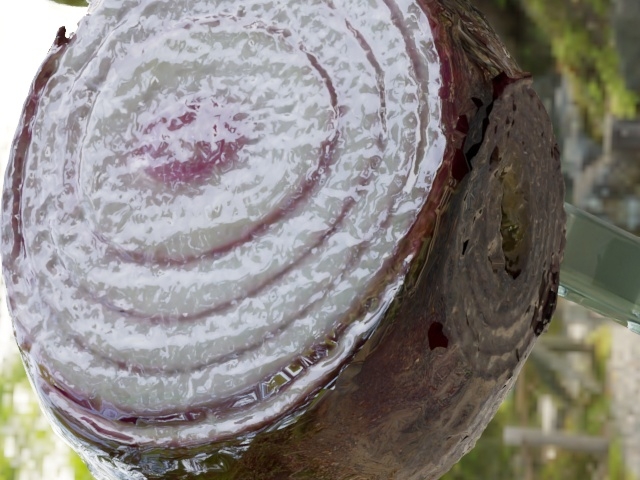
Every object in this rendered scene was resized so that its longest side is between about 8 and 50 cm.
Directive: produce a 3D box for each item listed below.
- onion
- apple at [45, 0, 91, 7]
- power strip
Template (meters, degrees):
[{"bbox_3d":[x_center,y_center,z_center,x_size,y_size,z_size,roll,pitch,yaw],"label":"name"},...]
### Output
[{"bbox_3d":[0.000,0.000,0.963,0.260,0.281,0.337,38,-131,-55],"label":"onion"},{"bbox_3d":[-0.241,-0.324,1.789,0.200,0.200,0.200,2,-90,-87],"label":"apple"},{"bbox_3d":[0.229,0.038,1.197,0.193,0.265,0.059,21,87,59],"label":"power strip"}]
